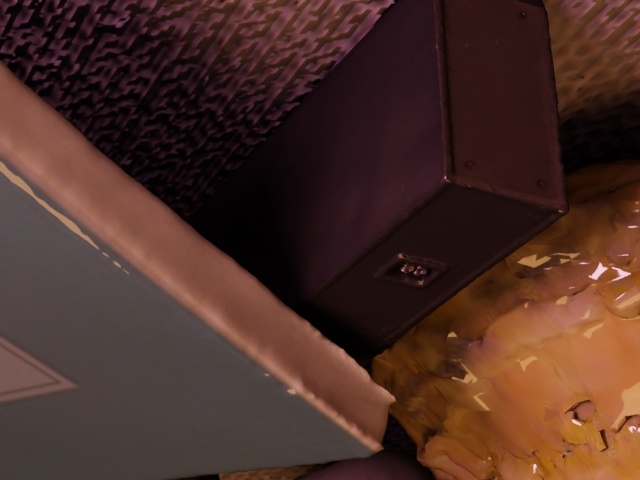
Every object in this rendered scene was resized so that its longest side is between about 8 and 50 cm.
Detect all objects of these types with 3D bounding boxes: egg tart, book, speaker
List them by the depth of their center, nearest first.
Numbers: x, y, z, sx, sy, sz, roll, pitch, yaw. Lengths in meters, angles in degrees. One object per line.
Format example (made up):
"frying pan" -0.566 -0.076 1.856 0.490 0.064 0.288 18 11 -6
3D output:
"book" -0.198 0.027 0.520 0.379 0.031 0.264 -12 141 34
"speaker" 0.000 0.000 0.522 0.044 0.082 0.218 14 147 -26
"egg tart" 0.194 0.073 0.606 0.352 0.150 0.352 -3 156 -1

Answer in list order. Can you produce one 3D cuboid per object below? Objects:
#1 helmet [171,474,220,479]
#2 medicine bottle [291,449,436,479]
"helmet" -0.132 0.164 0.667 0.198 0.130 0.224 -12 -175 7
"medicine bottle" 0.068 0.254 0.790 0.123 0.282 0.375 -25 158 3
